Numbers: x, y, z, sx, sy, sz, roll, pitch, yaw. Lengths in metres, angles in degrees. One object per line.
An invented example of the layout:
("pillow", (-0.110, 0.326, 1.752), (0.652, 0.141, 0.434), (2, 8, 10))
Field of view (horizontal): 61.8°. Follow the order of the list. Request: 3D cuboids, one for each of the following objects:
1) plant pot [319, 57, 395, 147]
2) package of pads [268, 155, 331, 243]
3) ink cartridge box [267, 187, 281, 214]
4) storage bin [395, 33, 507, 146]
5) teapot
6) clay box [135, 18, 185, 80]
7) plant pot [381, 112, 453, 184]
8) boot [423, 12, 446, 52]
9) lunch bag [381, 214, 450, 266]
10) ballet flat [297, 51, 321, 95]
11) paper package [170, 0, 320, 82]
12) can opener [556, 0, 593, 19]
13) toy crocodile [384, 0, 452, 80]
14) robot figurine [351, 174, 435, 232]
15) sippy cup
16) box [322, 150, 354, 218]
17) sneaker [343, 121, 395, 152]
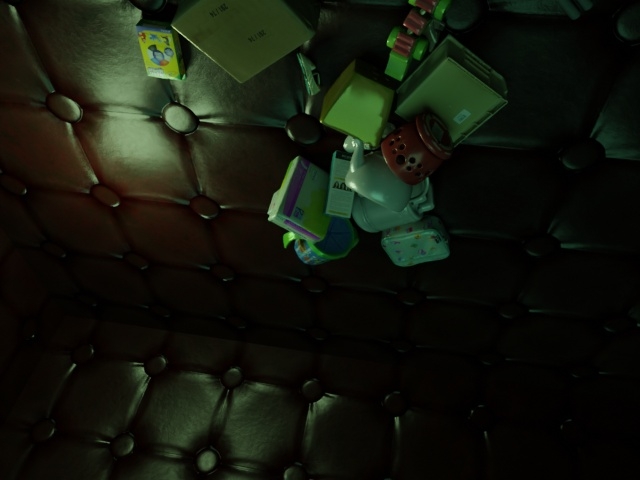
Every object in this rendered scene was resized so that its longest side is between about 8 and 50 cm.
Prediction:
("plant pot", (0.137, -0.469, 1.762), (0.212, 0.212, 0.187), (22, 126, -10))
("package of pads", (-0.048, -0.158, 2.099), (0.229, 0.297, 0.101), (29, 151, -20))
("ink cartridge box", (-0.114, -0.160, 2.249), (0.127, 0.128, 0.176), (34, 136, -23))
("storage bin", (0.421, -0.468, 1.733), (0.260, 0.123, 0.262), (29, 138, -19))
("teapot", (0.225, -0.223, 1.843), (0.252, 0.187, 0.256), (32, -171, 22))
("clay box", (-0.548, -0.645, 1.853), (0.127, 0.053, 0.222), (9, 140, 6))
("plant pot", (0.321, -0.298, 1.722), (0.191, 0.191, 0.174), (36, 133, -26))
("boot", (0.324, -0.638, 1.626), (0.086, 0.042, 0.119), (22, 139, 0))
("lunch bag", (0.419, 0.009, 2.315), (0.278, 0.108, 0.224), (-11, 135, 27))
("ballet flat", (-0.036, -0.570, 1.808), (0.052, 0.057, 0.168), (-22, 140, -2))
("paper package", (-0.221, -0.680, 1.589), (0.324, 0.168, 0.309), (-20, 142, 35))
("can opener", (0.627, -0.698, 1.431), (0.280, 0.093, 0.074), (31, 137, -27))
("toy crocodile", (0.278, -0.627, 1.550), (0.115, 0.105, 0.341), (33, 127, 7))
("robot figurine", (0.266, -0.148, 2.098), (0.353, 0.200, 0.300), (-16, 146, 32))
("sippy cup", (0.000, 0.000, 2.351), (0.305, 0.240, 0.224), (34, 149, -10))
("box", (0.080, -0.211, 2.041), (0.100, 0.245, 0.060), (11, 176, -12))
("sneaker", (0.172, -0.360, 1.955), (0.212, 0.094, 0.080), (-18, 133, 33))
